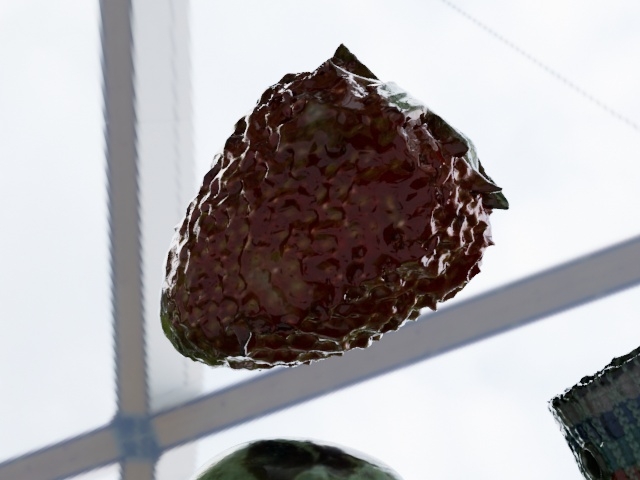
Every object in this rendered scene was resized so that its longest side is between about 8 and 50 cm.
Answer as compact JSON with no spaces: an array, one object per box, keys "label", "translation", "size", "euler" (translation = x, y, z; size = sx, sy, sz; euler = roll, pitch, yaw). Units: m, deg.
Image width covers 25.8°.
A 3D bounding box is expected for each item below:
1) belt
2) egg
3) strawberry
[{"label":"belt","translation":[0.313,0.158,1.162],"size":[0.207,0.295,0.160],"euler":[-30,-104,6]},{"label":"egg","translation":[-0.027,0.260,1.266],"size":[0.231,0.169,0.169],"euler":[-12,-83,9]},{"label":"strawberry","translation":[0.000,0.000,1.365],"size":[0.292,0.292,0.343],"euler":[38,-99,15]}]
